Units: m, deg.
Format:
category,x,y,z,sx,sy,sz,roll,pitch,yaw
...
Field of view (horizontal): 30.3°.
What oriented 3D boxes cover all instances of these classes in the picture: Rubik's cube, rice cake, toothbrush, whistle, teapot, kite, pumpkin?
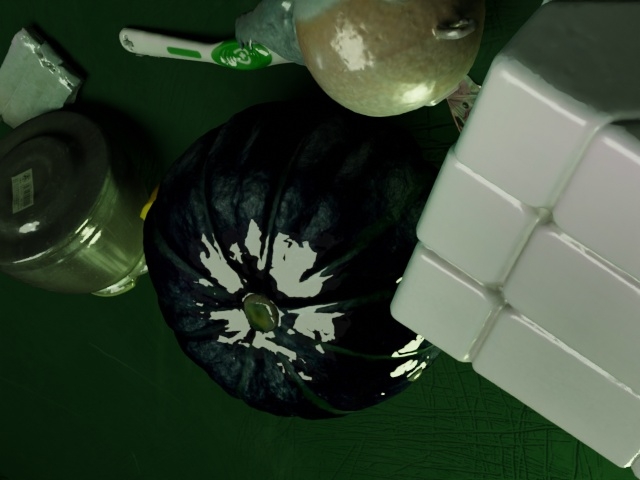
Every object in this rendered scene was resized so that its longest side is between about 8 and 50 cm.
category,x,y,z,sx,sy,sz,roll,pitch,yaw
Rubik's cube,0.288,-0.038,0.906,0.318,0.322,0.316,33,144,12
rice cake,-0.406,-0.216,1.674,0.124,0.038,0.211,44,146,0
toothbrush,-0.092,-0.217,1.359,0.418,0.040,0.042,16,136,41
whistle,0.023,-0.222,1.125,0.348,0.189,0.189,18,141,53
teapot,-0.378,-0.024,1.676,0.321,0.239,0.239,-5,150,25
kite,0.166,-0.151,1.187,0.137,0.005,0.152,37,145,8
pumpkin,-0.018,0.020,1.302,0.363,0.266,0.363,13,126,19

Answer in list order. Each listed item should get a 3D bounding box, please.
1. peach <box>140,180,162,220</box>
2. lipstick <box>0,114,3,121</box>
category,x,y,z,sx,sy,sz,roll,pitch,yaw
peach,-0.157,-0.033,1.551,0.151,0.118,0.151,47,-174,-6
lipstick,-0.539,-0.231,1.792,0.141,0.040,0.040,52,145,-15
